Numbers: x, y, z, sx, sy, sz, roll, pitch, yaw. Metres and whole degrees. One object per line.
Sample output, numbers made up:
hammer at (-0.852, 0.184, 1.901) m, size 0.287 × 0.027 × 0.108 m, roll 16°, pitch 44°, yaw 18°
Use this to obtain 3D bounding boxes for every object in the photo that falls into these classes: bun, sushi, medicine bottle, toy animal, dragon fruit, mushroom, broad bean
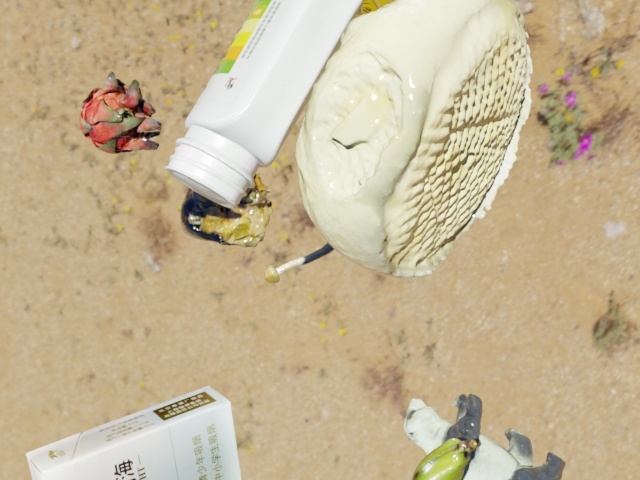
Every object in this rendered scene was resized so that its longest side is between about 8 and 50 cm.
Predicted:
bun at (0.101, -0.143, 1.104) m, size 0.202 × 0.364 × 0.364 m, roll 29°, pitch 127°, yaw 28°
sushi at (-0.222, -0.079, 2.097) m, size 0.213 × 0.200 × 0.204 m, roll -60°, pitch 21°, yaw 13°
medicine bottle at (-0.079, -0.205, 1.201) m, size 0.124 × 0.324 × 0.179 m, roll 31°, pitch 173°, yaw -27°
toy animal at (0.220, 0.296, 1.282) m, size 0.225 × 0.121 × 0.094 m, roll 36°, pitch 172°, yaw 7°
dragon fruit at (-0.342, -0.208, 1.543) m, size 0.142 × 0.130 × 0.121 m, roll -16°, pitch 67°, yaw 62°
mushroom at (0.001, 0.003, 1.920) m, size 0.306 × 0.068 × 0.043 m, roll -37°, pitch 61°, yaw 22°
broad bean at (0.134, 0.302, 1.089) m, size 0.048 × 0.070 × 0.213 m, roll -104°, pitch 30°, yaw -51°

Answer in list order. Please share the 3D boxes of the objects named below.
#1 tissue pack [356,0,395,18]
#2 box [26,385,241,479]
tissue pack at (0.129, -0.548, 1.681) m, size 0.382 × 0.293 × 0.228 m, roll 23°, pitch 158°, yaw 52°
box at (-0.219, 0.292, 1.105) m, size 0.067 × 0.243 × 0.155 m, roll 19°, pitch 119°, yaw 55°
